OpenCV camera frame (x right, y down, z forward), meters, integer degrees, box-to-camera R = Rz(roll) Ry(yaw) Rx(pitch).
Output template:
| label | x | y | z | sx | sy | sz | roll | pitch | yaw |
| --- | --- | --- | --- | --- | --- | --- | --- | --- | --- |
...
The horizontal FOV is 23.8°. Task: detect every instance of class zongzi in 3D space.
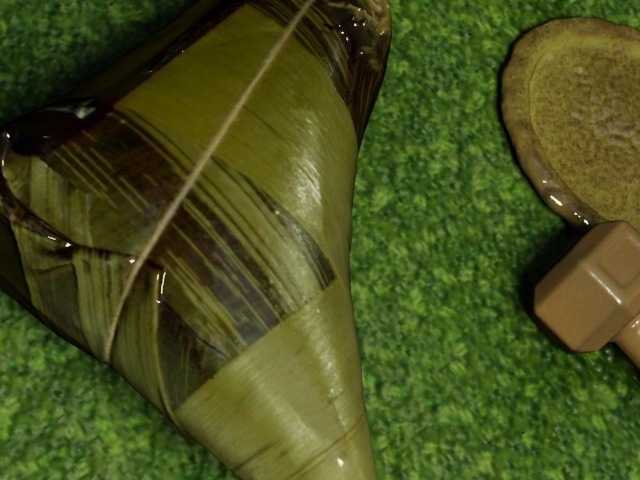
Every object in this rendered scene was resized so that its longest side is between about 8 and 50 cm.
| label | x | y | z | sx | sy | sz | roll | pitch | yaw |
| --- | --- | --- | --- | --- | --- | --- | --- | --- | --- |
| zongzi | 0.000 | 0.000 | 0.844 | 0.317 | 0.154 | 0.289 | 41 | 59 | 15 |

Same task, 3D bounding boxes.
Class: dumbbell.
| label | x | y | z | sx | sy | sz | roll | pitch | yaw |
| --- | --- | --- | --- | --- | --- | --- | --- | --- | --- |
| dumbbell | 0.229 | 0.089 | 0.937 | 0.231 | 0.082 | 0.092 | 46 | 59 | 7 |

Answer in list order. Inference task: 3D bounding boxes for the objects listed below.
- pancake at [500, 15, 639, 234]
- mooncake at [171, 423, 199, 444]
| label | x | y | z | sx | sy | sz | roll | pitch | yaw |
| --- | --- | --- | --- | --- | --- | --- | --- | --- | --- |
| pancake | 0.212 | -0.073 | 1.046 | 0.199 | 0.021 | 0.199 | 8 | 62 | -16 |
| mooncake | 0.092 | 0.100 | 0.869 | 0.346 | 0.057 | 0.150 | -14 | 74 | -4 |
